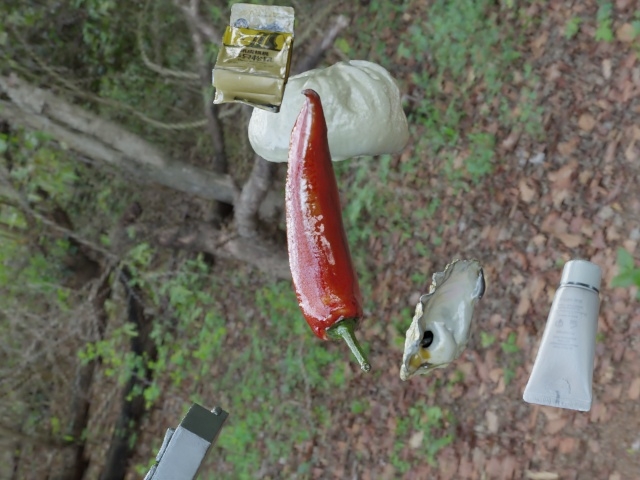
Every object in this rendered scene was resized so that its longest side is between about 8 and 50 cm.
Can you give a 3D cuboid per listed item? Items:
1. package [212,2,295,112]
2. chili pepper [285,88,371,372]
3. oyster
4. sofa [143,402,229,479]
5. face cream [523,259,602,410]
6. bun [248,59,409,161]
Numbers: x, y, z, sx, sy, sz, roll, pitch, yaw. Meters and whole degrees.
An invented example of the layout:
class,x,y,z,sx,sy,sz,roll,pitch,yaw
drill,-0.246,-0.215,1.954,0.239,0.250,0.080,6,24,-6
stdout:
class,x,y,z,sx,sy,sz,roll,pitch,yaw
package,-0.065,-0.183,0.881,0.131,0.071,0.047,-86,-1,-46
chili pepper,-0.002,-0.004,1.172,0.137,0.091,0.369,139,117,-78
oyster,0.121,0.078,0.868,0.121,0.146,0.045,-33,46,-7
sofa,-0.179,0.278,1.117,0.147,0.060,0.085,-63,-3,20
face cream,0.520,0.195,1.841,0.143,0.089,0.315,4,65,35
bun,0.023,-0.284,1.941,0.359,0.359,0.211,-162,65,-69
